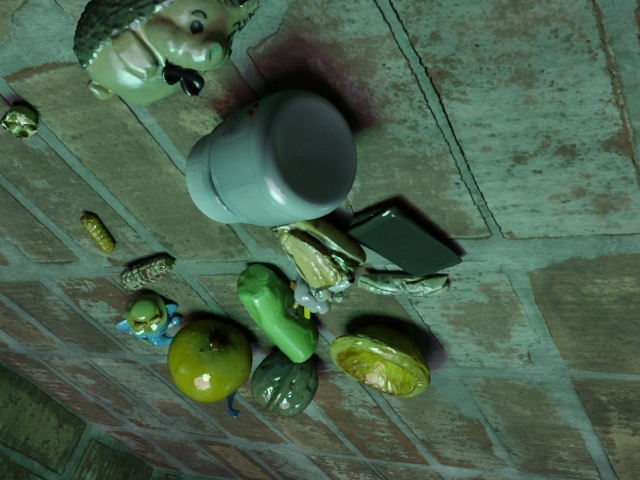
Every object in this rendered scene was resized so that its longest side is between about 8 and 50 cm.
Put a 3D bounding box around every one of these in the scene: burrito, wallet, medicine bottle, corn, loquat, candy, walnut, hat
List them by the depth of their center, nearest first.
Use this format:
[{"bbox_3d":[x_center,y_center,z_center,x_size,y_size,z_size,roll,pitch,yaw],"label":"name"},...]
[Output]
[{"bbox_3d":[-0.106,-0.148,1.431,0.245,0.245,0.306,42,149,-29],"label":"medicine bottle"},{"bbox_3d":[0.195,0.004,1.670,0.245,0.052,0.168,34,146,-26],"label":"wallet"},{"bbox_3d":[-0.714,-0.290,1.732,0.076,0.059,0.077,-26,132,28],"label":"hat"},{"bbox_3d":[0.207,0.109,1.809,0.229,0.063,0.058,-2,105,20],"label":"burrito"},{"bbox_3d":[-0.120,0.214,2.058,0.132,0.142,0.343,11,147,37],"label":"candy"},{"bbox_3d":[-0.517,0.095,2.165,0.237,0.079,0.079,-21,129,39],"label":"corn"},{"bbox_3d":[-0.352,0.381,2.312,0.274,0.275,0.275,14,146,10],"label":"loquat"},{"bbox_3d":[-0.115,0.459,2.333,0.224,0.224,0.224,14,146,10],"label":"walnut"}]

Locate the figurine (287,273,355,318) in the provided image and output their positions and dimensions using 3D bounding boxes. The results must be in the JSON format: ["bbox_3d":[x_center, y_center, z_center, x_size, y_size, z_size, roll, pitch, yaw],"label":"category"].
[{"bbox_3d":[0.000,0.118,1.888,0.229,0.112,0.137,-29,96,42],"label":"figurine"}]

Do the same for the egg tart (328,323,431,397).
[{"bbox_3d":[0.181,0.330,2.072,0.318,0.128,0.319,16,148,11],"label":"egg tart"}]

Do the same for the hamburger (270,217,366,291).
[{"bbox_3d":[0.000,0.000,1.708,0.208,0.135,0.155,50,140,-9],"label":"hamburger"}]

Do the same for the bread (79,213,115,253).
[{"bbox_3d":[-0.642,-0.019,2.091,0.052,0.044,0.157,9,145,22],"label":"bread"}]

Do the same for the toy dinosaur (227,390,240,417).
[{"bbox_3d":[-0.367,0.542,2.619,0.247,0.188,0.075,5,136,25],"label":"toy dinosaur"}]

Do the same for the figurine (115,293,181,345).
[{"bbox_3d":[-0.551,0.267,2.387,0.180,0.154,0.262,1,160,13],"label":"figurine"}]

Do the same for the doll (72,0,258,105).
[{"bbox_3d":[-0.259,-0.361,1.235,0.349,0.247,0.247,-29,124,33],"label":"doll"}]
